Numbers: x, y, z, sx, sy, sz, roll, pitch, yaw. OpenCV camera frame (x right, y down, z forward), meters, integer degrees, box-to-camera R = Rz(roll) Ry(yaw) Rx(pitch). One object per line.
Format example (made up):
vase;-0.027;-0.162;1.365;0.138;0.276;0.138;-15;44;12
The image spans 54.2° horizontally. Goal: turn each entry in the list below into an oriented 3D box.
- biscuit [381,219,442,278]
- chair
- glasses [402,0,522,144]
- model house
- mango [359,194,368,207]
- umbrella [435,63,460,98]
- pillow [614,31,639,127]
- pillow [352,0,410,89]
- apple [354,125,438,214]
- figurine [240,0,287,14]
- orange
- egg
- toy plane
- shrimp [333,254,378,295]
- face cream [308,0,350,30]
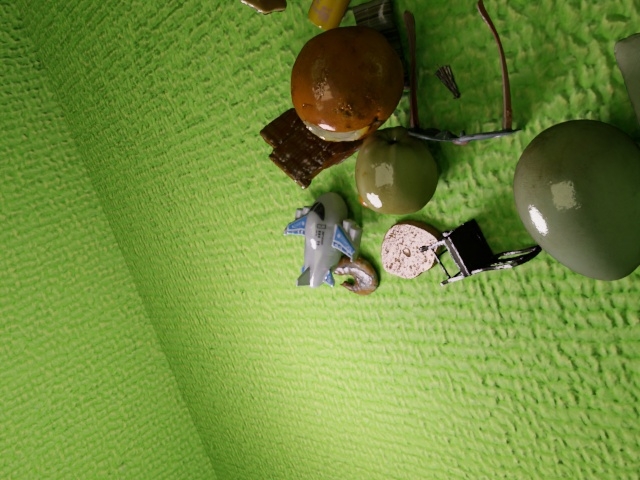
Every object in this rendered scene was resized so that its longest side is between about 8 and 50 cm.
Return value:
biscuit;0.219;0.020;1.541;0.142;0.029;0.220;55;143;7
chair;0.341;0.014;1.335;0.229;0.106;0.113;-27;92;51
glasses;0.273;-0.321;1.229;0.234;0.118;0.268;13;112;47
model house;-0.032;-0.238;1.520;0.199;0.229;0.219;49;140;7
mango;0.128;-0.122;1.550;0.060;0.046;0.089;42;126;21
umbrella;0.263;-0.329;1.286;0.031;0.020;0.083;-31;87;13
pillow;0.606;-0.213;0.908;0.274;0.076;0.281;-19;94;42
pillow;0.132;-0.420;1.364;0.113;0.038;0.203;1;113;49
apple;0.163;-0.148;1.375;0.200;0.200;0.200;27;131;37
figurine;-0.095;-0.658;1.381;0.257;0.181;0.208;-40;51;45
orange;0.055;-0.321;1.293;0.240;0.240;0.240;27;131;37
egg;0.456;-0.063;1.065;0.218;0.218;0.295;-14;114;52
toy plane;0.004;0.000;1.672;0.267;0.122;0.267;-1;88;42
shrimp;0.081;0.100;1.731;0.187;0.051;0.132;6;116;44
face cream;0.055;-0.578;1.325;0.078;0.078;0.273;51;141;15
